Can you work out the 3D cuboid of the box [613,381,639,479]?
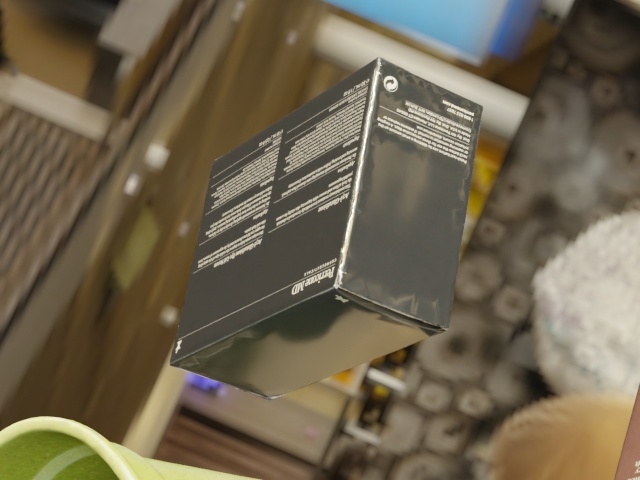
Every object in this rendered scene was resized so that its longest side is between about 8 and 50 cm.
[{"bbox_3d":[0.342,0.217,1.525,0.168,0.167,0.203,-18,36,39],"label":"box"}]

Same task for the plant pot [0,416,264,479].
[{"bbox_3d":[-0.110,0.273,1.439,0.254,0.276,0.276,8,-69,-45],"label":"plant pot"}]

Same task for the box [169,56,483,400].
[{"bbox_3d":[0.000,0.000,1.464,0.261,0.103,0.184,-26,45,56],"label":"box"}]
